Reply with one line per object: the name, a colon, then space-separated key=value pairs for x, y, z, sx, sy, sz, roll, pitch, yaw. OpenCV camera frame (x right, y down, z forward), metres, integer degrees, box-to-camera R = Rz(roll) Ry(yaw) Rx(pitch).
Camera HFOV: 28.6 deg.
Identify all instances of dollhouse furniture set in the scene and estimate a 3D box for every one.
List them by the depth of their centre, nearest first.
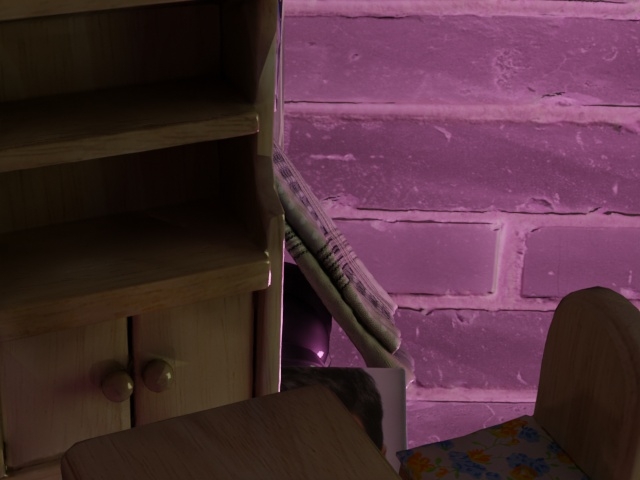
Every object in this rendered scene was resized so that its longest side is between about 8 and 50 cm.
dollhouse furniture set: x=-0.022 y=0.037 z=0.298 sx=0.242 sy=0.212 sz=0.161 roll=-132 pitch=-142 yaw=-51

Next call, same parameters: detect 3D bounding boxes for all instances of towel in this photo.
towel: x=0.000 y=0.000 z=1.229 sx=0.324 sy=0.056 sz=0.312 roll=57 pitch=1 yaw=1

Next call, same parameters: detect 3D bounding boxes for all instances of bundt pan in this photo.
bundt pan: x=-0.050 y=0.171 z=1.351 sx=0.331 sy=0.124 sz=0.331 roll=-179 pitch=-90 yaw=-90

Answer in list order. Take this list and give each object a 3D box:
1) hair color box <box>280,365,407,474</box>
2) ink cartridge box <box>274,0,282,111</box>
hair color box: x=-0.025 y=0.278 z=0.960 sx=0.114 sy=0.185 sz=0.374 roll=89 pitch=2 yaw=-49
ink cartridge box: x=-0.071 y=-0.289 z=1.220 sx=0.333 sy=0.065 sz=0.165 roll=88 pitch=3 yaw=-59
